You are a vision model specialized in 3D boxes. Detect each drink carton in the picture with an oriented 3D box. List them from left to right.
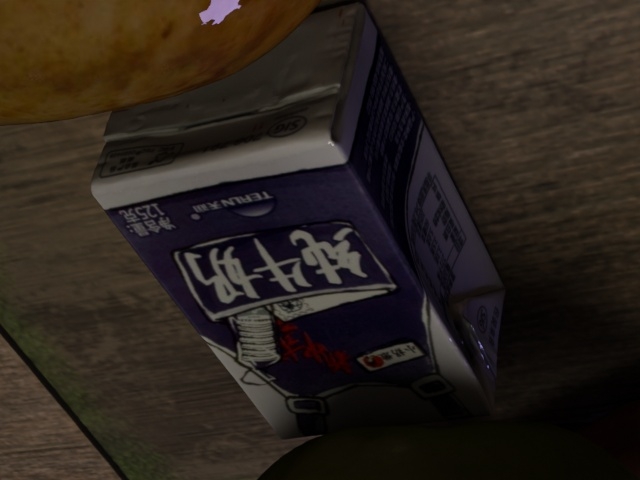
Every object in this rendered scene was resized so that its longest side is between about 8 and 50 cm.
[{"bbox_3d":[-0.001,0.001,0.736,0.134,0.102,0.222,-12,134,23],"label":"drink carton"}]

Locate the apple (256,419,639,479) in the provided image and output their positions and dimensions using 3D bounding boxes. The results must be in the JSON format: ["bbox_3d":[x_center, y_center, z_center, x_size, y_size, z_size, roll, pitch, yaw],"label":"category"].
[{"bbox_3d":[0.066,0.227,0.747,0.291,0.254,0.292,-4,162,-1],"label":"apple"}]

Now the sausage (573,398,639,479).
[{"bbox_3d":[0.238,0.112,0.803,0.088,0.088,0.433,38,132,-25],"label":"sausage"}]

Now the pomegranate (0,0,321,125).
[{"bbox_3d":[-0.105,-0.178,0.475,0.252,0.229,0.271,17,122,43],"label":"pomegranate"}]
